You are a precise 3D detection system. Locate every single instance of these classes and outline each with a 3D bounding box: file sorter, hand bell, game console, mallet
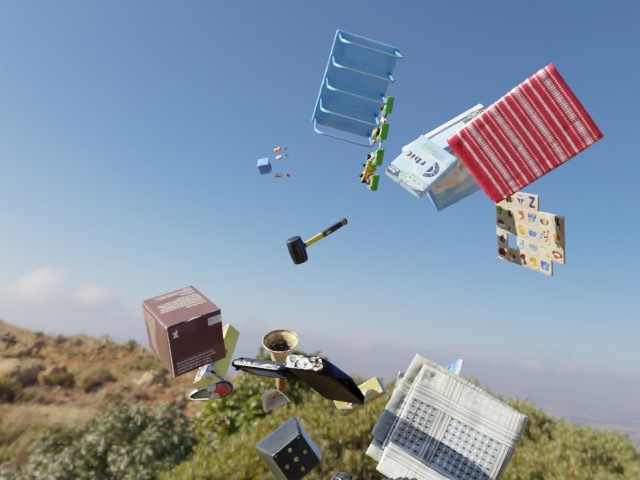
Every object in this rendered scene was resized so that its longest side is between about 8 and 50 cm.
[{"bbox_3d":[0.063,-0.265,0.972,0.118,0.170,0.104,15,26,-7],"label":"file sorter"},{"bbox_3d":[-0.139,0.450,1.947,0.126,0.242,0.126,1,28,-1],"label":"hand bell"},{"bbox_3d":[-0.071,0.357,1.445,0.361,0.044,0.213,-2,-36,36],"label":"game console"},{"bbox_3d":[0.000,0.000,1.292,0.190,0.062,0.039,-23,15,-39],"label":"mallet"}]

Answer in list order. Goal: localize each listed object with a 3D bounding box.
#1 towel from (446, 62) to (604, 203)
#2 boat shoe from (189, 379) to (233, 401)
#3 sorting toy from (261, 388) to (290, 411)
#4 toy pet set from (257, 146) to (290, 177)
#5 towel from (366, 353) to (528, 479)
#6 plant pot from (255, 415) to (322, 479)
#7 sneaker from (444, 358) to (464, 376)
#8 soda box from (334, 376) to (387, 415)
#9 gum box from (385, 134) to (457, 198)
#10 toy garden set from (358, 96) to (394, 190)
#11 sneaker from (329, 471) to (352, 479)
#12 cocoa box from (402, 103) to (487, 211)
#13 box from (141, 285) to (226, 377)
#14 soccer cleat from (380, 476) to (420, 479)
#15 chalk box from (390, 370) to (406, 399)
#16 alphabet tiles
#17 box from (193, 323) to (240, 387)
[{"bbox_3d":[0.441,-0.225,1.210,0.275,0.199,0.031,-35,8,32],"label":"towel"},{"bbox_3d":[-0.309,0.430,1.559,0.137,0.049,0.043,-16,-8,23],"label":"boat shoe"},{"bbox_3d":[-0.148,0.486,1.704,0.083,0.045,0.075,-24,-42,0],"label":"sorting toy"},{"bbox_3d":[-0.185,-0.305,2.150,0.114,0.122,0.065,-8,-3,11],"label":"toy pet set"},{"bbox_3d":[0.306,0.495,1.380,0.324,0.312,0.056,27,1,22],"label":"towel"},{"bbox_3d":[-0.099,0.771,1.972,0.188,0.187,0.167,-35,-2,-18],"label":"plant pot"},{"bbox_3d":[0.390,0.420,1.744,0.085,0.058,0.152,28,-52,11],"label":"sneaker"},{"bbox_3d":[0.146,0.566,1.989,0.181,0.061,0.058,-33,-30,9],"label":"soda box"},{"bbox_3d":[0.340,-0.249,1.855,0.157,0.184,0.041,41,-15,25],"label":"gum box"},{"bbox_3d":[0.147,-0.261,1.513,0.049,0.244,0.204,10,6,1],"label":"toy garden set"},{"bbox_3d":[0.021,0.664,1.402,0.294,0.146,0.102,12,-43,2],"label":"sneaker"},{"bbox_3d":[0.526,-0.315,2.082,0.347,0.231,0.228,-29,23,11],"label":"cocoa box"},{"bbox_3d":[-0.404,0.261,1.618,0.169,0.167,0.203,-16,26,-32],"label":"box"},{"bbox_3d":[0.215,0.523,1.020,0.318,0.116,0.109,-7,4,32],"label":"soccer cleat"},{"bbox_3d":[0.351,0.525,1.634,0.289,0.180,0.179,15,-17,16],"label":"chalk box"},{"bbox_3d":[0.526,-0.023,1.389,0.009,0.198,0.237,-14,16,-20],"label":"alphabet tiles"},{"bbox_3d":[-0.335,0.381,1.795,0.087,0.232,0.058,-33,-68,25],"label":"box"}]
